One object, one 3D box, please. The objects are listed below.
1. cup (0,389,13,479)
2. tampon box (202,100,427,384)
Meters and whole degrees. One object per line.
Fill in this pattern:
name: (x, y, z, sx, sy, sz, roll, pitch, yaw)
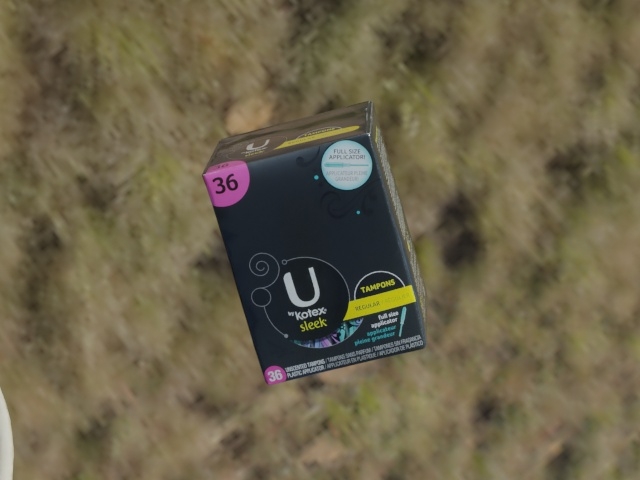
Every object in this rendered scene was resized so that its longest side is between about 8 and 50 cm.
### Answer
cup: (-0.334, 0.156, 0.791, 0.331, 0.331, 0.237, -12, 137, -42)
tampon box: (0.000, 0.000, 1.192, 0.120, 0.161, 0.101, -15, -164, 8)
